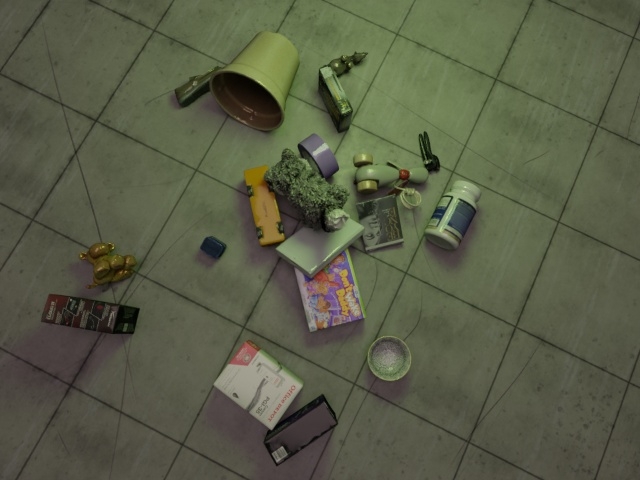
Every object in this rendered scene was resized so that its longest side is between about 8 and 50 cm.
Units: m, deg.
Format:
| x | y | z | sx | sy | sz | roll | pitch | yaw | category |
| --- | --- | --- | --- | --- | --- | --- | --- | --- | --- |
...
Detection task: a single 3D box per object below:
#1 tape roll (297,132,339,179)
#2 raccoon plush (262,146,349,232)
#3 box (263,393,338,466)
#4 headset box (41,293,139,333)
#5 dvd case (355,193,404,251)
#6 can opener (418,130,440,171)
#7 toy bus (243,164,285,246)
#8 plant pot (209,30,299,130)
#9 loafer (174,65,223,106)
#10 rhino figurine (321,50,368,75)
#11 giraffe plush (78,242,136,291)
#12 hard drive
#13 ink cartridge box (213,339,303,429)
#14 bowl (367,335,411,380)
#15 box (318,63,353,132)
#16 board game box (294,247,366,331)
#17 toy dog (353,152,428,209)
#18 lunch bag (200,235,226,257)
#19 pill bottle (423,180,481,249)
| x | y | z | sx | sy | sz | roll | pitch | yaw | category |
| --- | --- | --- | --- | --- | --- | --- | --- | --- | --- |
| -0.010 | -0.345 | 1.873 | 0.080 | 0.189 | 0.189 | -36 | 82 | -7 | tape roll |
| -0.042 | -0.207 | 1.676 | 0.299 | 0.446 | 0.216 | 43 | 81 | -15 | raccoon plush |
| -0.072 | 0.700 | 1.681 | 0.261 | 0.184 | 0.103 | -32 | 80 | -7 | box |
| -0.882 | 0.281 | 1.719 | 0.294 | 0.218 | 0.110 | 9 | 78 | 1 | headset box |
| 0.245 | -0.070 | 1.849 | 0.165 | 0.018 | 0.221 | -14 | 115 | 1 | dvd case |
| 0.466 | -0.388 | 1.969 | 0.059 | 0.073 | 0.185 | -25 | 75 | 33 | can opener |
| -0.230 | -0.139 | 1.858 | 0.108 | 0.130 | 0.332 | -14 | 80 | -5 | toy bus |
| -0.243 | -0.689 | 1.886 | 0.334 | 0.333 | 0.305 | 23 | 69 | 3 | plant pot |
| -0.535 | -0.694 | 1.971 | 0.251 | 0.094 | 0.087 | -38 | 87 | -7 | loafer |
| 0.106 | -0.788 | 2.004 | 0.243 | 0.106 | 0.073 | -29 | 107 | -7 | rhino figurine |
| -0.866 | 0.081 | 1.805 | 0.210 | 0.181 | 0.170 | -42 | 70 | 26 | giraffe plush |
| 0.000 | 0.000 | 1.800 | 0.203 | 0.040 | 0.308 | 33 | 60 | 33 | hard drive |
| -0.232 | 0.552 | 1.737 | 0.283 | 0.117 | 0.207 | 36 | 80 | 5 | ink cartridge box |
| 0.267 | 0.464 | 1.786 | 0.170 | 0.080 | 0.169 | 0 | 80 | -2 | bowl |
| 0.060 | -0.604 | 1.926 | 0.056 | 0.183 | 0.230 | -23 | 82 | -6 | box |
| 0.027 | 0.174 | 1.834 | 0.234 | 0.078 | 0.346 | -14 | 80 | -4 | board game box |
| 0.272 | -0.259 | 1.908 | 0.334 | 0.161 | 0.220 | 20 | 76 | -13 | toy dog |
| -0.444 | 0.025 | 1.857 | 0.099 | 0.065 | 0.067 | 33 | 96 | 3 | lunch bag |
| 0.551 | -0.106 | 1.862 | 0.153 | 0.153 | 0.264 | 30 | 81 | 4 | pill bottle |
